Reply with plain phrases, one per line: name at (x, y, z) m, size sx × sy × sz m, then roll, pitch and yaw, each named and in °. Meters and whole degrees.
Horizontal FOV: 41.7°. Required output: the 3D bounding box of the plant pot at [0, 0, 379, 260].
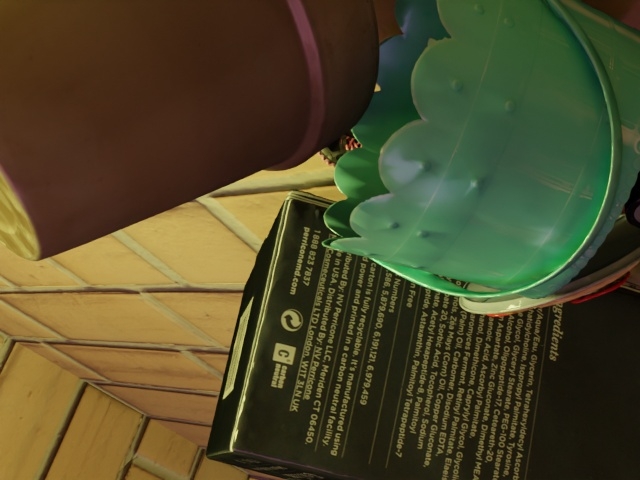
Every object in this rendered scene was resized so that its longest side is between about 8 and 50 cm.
plant pot at (-0.165, -0.143, 0.644) m, size 0.323 × 0.280 × 0.323 m, roll 36°, pitch 150°, yaw 25°

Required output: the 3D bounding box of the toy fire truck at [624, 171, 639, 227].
toy fire truck at (0.391, -0.075, 0.669) m, size 0.246 × 0.158 × 0.217 m, roll 9°, pitch 148°, yaw -7°

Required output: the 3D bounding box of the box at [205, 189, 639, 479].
box at (0.120, 0.193, 1.096) m, size 0.472 × 0.297 × 0.480 m, roll 13°, pitch 163°, yaw -7°

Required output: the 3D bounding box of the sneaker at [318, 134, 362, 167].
sneaker at (0.048, -0.103, 0.973) m, size 0.119 × 0.047 × 0.057 m, roll 24°, pitch 148°, yaw -27°

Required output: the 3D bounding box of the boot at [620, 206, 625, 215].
boot at (0.244, -0.050, 0.878) m, size 0.280 × 0.096 × 0.264 m, roll -11°, pitch 138°, yaw 44°

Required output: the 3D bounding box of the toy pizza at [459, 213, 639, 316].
toy pizza at (0.229, 0.029, 0.800) m, size 0.201 × 0.201 × 0.032 m, roll -16°, pitch 102°, yaw 50°

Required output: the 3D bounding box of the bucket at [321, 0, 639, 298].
bucket at (0.130, -0.090, 0.694) m, size 0.183 × 0.281 × 0.281 m, roll 18°, pitch 155°, yaw -7°
